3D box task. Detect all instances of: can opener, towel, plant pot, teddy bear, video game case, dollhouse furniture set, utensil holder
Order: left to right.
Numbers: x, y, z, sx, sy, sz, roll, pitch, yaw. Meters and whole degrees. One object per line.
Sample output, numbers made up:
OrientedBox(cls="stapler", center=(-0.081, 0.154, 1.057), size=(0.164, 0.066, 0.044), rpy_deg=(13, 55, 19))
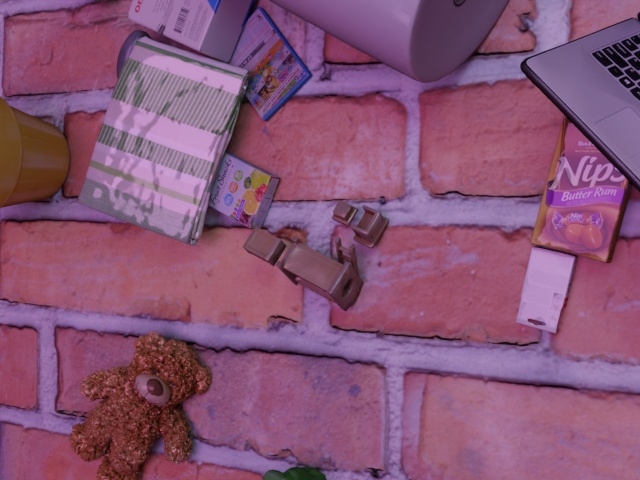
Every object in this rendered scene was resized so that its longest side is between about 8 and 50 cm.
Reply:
OrientedBox(cls="plant pot", center=(-0.643, -0.167, 1.536), size=(0.254, 0.239, 0.254), rpy_deg=(0, 89, 28))
OrientedBox(cls="can opener", center=(-0.373, -0.262, 1.480), size=(0.074, 0.093, 0.280), rpy_deg=(21, 104, 26))
OrientedBox(cls="teddy bear", center=(-0.351, 0.329, 1.448), size=(0.338, 0.113, 0.245), rpy_deg=(-33, 77, 24))
OrientedBox(cls="towel", center=(-0.278, -0.180, 1.383), size=(0.248, 0.038, 0.325), rpy_deg=(20, 96, 13))
OrientedBox(cls="video game case", center=(-0.101, -0.311, 1.369), size=(0.119, 0.015, 0.166), rpy_deg=(-41, 71, 21))
OrientedBox(cls="dollhouse furniture set", center=(0.000, 0.000, 1.290), size=(0.182, 0.101, 0.161), rpy_deg=(27, 78, 26))
OrientedBox(cls="utensil holder", center=(0.064, -0.445, 1.108), size=(0.385, 0.327, 0.327), rpy_deg=(37, 106, 22))

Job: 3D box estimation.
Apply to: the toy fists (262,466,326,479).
OrientedBox(cls="toy fists", center=(-0.089, 0.501, 1.286), size=(0.096, 0.142, 0.279), rpy_deg=(27, 102, 26))

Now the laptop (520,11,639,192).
OrientedBox(cls="laptop", center=(0.534, -0.205, 0.907), size=(0.382, 0.408, 0.236), rpy_deg=(52, 146, 19))

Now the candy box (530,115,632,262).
OrientedBox(cls="candy box", center=(0.375, -0.072, 1.089), size=(0.109, 0.053, 0.186), rpy_deg=(16, 96, 28))

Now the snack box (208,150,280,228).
OrientedBox(cls="snack box", center=(-0.151, -0.094, 1.381), size=(0.141, 0.037, 0.100), rpy_deg=(29, 102, 26))

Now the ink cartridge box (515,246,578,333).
OrientedBox(cls="ink cartridge box", center=(0.328, 0.071, 1.126), size=(0.063, 0.029, 0.115), rpy_deg=(15, 98, 27))

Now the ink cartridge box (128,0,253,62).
OrientedBox(cls="ink cartridge box", center=(-0.232, -0.427, 1.392), size=(0.203, 0.086, 0.148), rpy_deg=(31, 103, 31))
